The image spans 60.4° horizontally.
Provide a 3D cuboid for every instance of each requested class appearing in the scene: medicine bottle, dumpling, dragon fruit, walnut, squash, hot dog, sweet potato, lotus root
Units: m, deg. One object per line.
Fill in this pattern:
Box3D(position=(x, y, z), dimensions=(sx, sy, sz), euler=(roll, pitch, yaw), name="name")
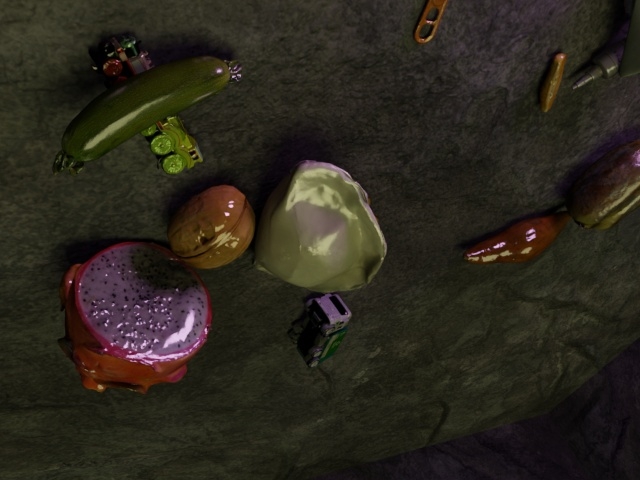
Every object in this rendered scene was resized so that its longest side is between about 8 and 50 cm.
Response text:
Box3D(position=(0.614, -0.380, 1.146), dimensions=(0.199, 0.058, 0.057), euler=(-35, 143, 13), name="medicine bottle")
Box3D(position=(0.001, -0.003, 1.099), dimensions=(0.260, 0.181, 0.341), euler=(25, 115, -3), name="dumpling")
Box3D(position=(-0.357, 0.163, 1.062), dimensions=(0.290, 0.291, 0.189), euler=(3, 142, -33), name="dragon fruit")
Box3D(position=(-0.206, -0.019, 1.040), dimensions=(0.180, 0.144, 0.144), euler=(-27, 144, 9), name="walnut")
Box3D(position=(-0.245, -0.196, 0.777), dimensions=(0.318, 0.071, 0.080), euler=(-35, 178, -18), name="squash")
Box3D(position=(0.484, -0.330, 1.153), dimensions=(0.044, 0.028, 0.137), euler=(-43, 151, -21), name="hot dog")
Box3D(position=(0.571, 0.005, 1.551), dimensions=(0.359, 0.112, 0.112), euler=(-26, 144, -4), name="sweet potato")
Box3D(position=(0.770, -0.150, 1.438), dimensions=(0.152, 0.160, 0.275), euler=(34, 115, -23), name="lotus root")

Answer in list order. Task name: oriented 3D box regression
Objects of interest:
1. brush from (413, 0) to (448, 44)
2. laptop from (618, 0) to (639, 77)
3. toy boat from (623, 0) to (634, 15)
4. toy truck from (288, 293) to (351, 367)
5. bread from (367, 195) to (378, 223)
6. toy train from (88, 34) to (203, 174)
Box3D(position=(0.215, -0.451, 0.861), dimensions=(0.090, 0.017, 0.314), euler=(-4, 139, -23), name="brush")
Box3D(position=(0.672, -0.435, 1.026), dimensions=(0.187, 0.015, 0.269), euler=(-17, 144, 8), name="laptop")
Box3D(position=(0.617, -0.465, 1.049), dimensions=(0.066, 0.059, 0.140), euler=(-7, 149, 25), name="toy boat")
Box3D(position=(-0.002, 0.255, 1.522), dimensions=(0.124, 0.114, 0.253), euler=(-15, 144, -36), name="toy truck")
Box3D(position=(0.067, -0.041, 1.242), dimensions=(0.149, 0.065, 0.188), euler=(-16, 141, -30), name="bread")
Box3D(position=(-0.263, -0.205, 0.852), dimensions=(0.085, 0.053, 0.250), euler=(-31, 142, -8), name="toy train")
